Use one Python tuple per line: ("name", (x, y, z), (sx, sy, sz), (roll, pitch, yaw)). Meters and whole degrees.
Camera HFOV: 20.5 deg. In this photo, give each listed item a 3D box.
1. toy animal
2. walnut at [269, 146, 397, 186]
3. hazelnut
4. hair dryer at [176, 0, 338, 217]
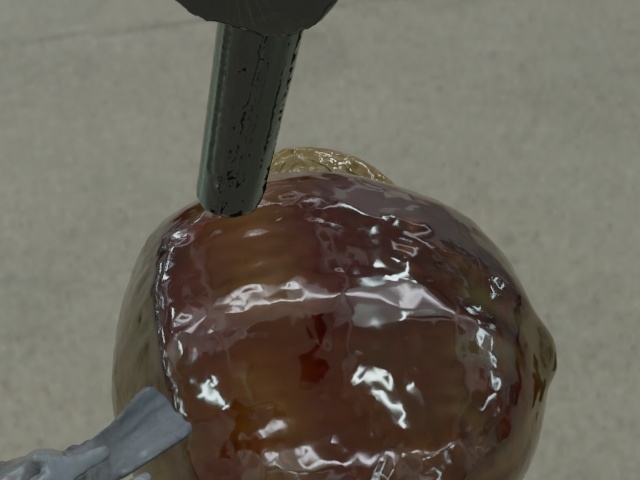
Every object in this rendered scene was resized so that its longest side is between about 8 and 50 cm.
("toy animal", (-0.196, 0.179, 1.202), (0.367, 0.206, 0.081), (-33, 92, -35))
("walnut", (0.000, 0.000, 1.976), (0.228, 0.228, 0.228), (-3, 40, 3))
("hazelnut", (0.007, 0.127, 1.600), (0.421, 0.352, 0.421), (-17, 44, 18))
("hair dryer", (-0.017, -0.156, 1.003), (0.116, 0.302, 0.244), (24, 45, 7))
